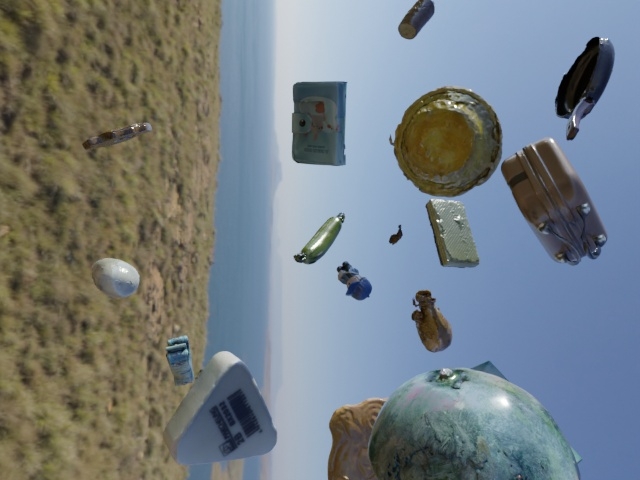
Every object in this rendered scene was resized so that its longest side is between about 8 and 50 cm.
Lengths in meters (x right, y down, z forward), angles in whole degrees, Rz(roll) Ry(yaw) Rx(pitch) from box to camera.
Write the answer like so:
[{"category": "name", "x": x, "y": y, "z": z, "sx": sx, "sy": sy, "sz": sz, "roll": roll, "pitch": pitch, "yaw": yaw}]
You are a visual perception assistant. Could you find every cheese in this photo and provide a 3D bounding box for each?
[{"category": "cheese", "x": -0.881, "y": 0.165, "z": 2.065, "sx": 0.154, "sy": 0.198, "sz": 0.189, "roll": -52, "pitch": -142, "yaw": 4}]

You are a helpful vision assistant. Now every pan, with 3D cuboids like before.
[{"category": "pan", "x": 0.353, "y": -0.193, "z": 0.635, "sx": 0.115, "sy": 0.040, "sz": 0.212, "roll": 102, "pitch": 13, "yaw": -48}]

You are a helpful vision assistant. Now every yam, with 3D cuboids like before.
[{"category": "yam", "x": 0.329, "y": -0.757, "z": 1.624, "sx": 0.127, "sy": 0.084, "sz": 0.084, "roll": -55, "pitch": 178, "yaw": -13}]

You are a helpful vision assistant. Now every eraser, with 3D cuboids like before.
[{"category": "eraser", "x": -0.275, "y": 0.553, "z": 1.480, "sx": 0.150, "sy": 0.331, "sz": 0.331, "roll": 7, "pitch": -83, "yaw": 57}]

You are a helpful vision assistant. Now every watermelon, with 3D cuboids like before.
[{"category": "watermelon", "x": 0.205, "y": 0.289, "z": 0.733, "sx": 0.188, "sy": 0.321, "sz": 0.175, "roll": 17, "pitch": 66, "yaw": -59}]

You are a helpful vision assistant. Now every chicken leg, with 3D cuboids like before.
[{"category": "chicken leg", "x": 0.277, "y": -0.018, "z": 1.718, "sx": 0.083, "sy": 0.036, "sz": 0.021, "roll": -57, "pitch": 161, "yaw": 25}, {"category": "chicken leg", "x": 0.263, "y": 0.185, "z": 1.146, "sx": 0.101, "sy": 0.085, "sz": 0.208, "roll": -94, "pitch": 164, "yaw": -50}]

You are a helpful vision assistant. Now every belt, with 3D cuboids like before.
[{"category": "belt", "x": -0.441, "y": 0.382, "z": 1.496, "sx": 0.302, "sy": 0.072, "sz": 0.087, "roll": 108, "pitch": -28, "yaw": -56}]

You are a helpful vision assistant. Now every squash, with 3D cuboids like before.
[{"category": "squash", "x": 0.000, "y": 0.003, "z": 1.621, "sx": 0.318, "sy": 0.071, "sz": 0.080, "roll": -46, "pitch": 125, "yaw": -47}]

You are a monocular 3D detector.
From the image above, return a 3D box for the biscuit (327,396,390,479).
[{"category": "biscuit", "x": 0.213, "y": 0.688, "z": 1.508, "sx": 0.062, "sy": 0.385, "sz": 0.365, "roll": 130, "pitch": -39, "yaw": -73}]

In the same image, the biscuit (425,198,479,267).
[{"category": "biscuit", "x": 0.367, "y": -0.021, "z": 1.317, "sx": 0.040, "sy": 0.121, "sz": 0.200, "roll": -47, "pitch": -135, "yaw": 53}]

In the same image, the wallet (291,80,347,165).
[{"category": "wallet", "x": -0.003, "y": -0.357, "z": 1.461, "sx": 0.075, "sy": 0.176, "sz": 0.251, "roll": -34, "pitch": 128, "yaw": -62}]

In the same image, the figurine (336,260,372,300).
[{"category": "figurine", "x": 0.104, "y": 0.134, "z": 1.540, "sx": 0.087, "sy": 0.086, "sz": 0.149, "roll": 50, "pitch": 1, "yaw": -38}]

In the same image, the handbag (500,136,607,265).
[{"category": "handbag", "x": 0.575, "y": -0.067, "z": 1.145, "sx": 0.302, "sy": 0.149, "sz": 0.283, "roll": 42, "pitch": 29, "yaw": -38}]

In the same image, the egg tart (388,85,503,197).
[{"category": "egg tart", "x": 0.418, "y": -0.331, "z": 1.617, "sx": 0.169, "sy": 0.387, "sz": 0.388, "roll": -18, "pitch": 112, "yaw": -62}]

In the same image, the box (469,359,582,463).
[{"category": "box", "x": 0.351, "y": 0.367, "z": 0.923, "sx": 0.245, "sy": 0.153, "sz": 0.092, "roll": 50, "pitch": -51, "yaw": 33}]

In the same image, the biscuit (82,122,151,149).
[{"category": "biscuit", "x": -0.622, "y": -0.316, "z": 1.432, "sx": 0.034, "sy": 0.182, "sz": 0.215, "roll": 70, "pitch": 23, "yaw": -13}]
